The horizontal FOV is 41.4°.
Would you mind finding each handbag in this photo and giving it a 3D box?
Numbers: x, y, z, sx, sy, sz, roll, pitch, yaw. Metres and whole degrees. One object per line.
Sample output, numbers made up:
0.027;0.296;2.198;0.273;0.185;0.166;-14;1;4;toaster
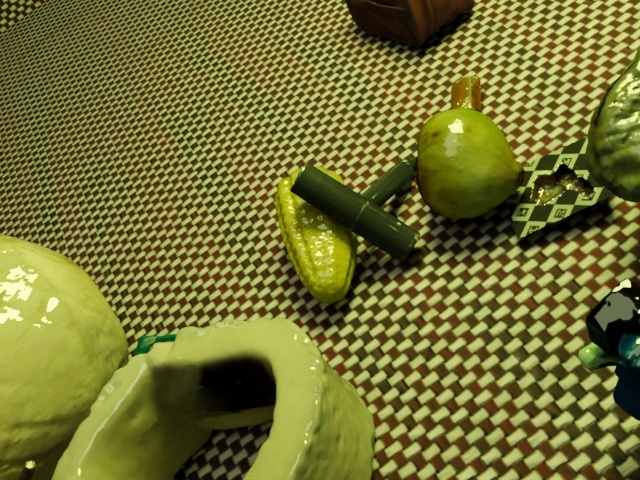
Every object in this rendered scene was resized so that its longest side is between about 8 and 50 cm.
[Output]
0.133;-0.415;1.402;0.135;0.146;0.225;-38;38;-12;handbag

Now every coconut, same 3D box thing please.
-0.469;0.180;1.079;0.415;0.345;0.415;-16;16;5;coconut

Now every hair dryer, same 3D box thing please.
0.068;-0.079;1.128;0.050;0.173;0.195;-55;4;42;hair dryer

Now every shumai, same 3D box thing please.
0.400;-0.120;0.872;0.189;0.218;0.256;40;89;29;shumai

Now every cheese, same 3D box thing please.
-0.118;0.240;0.916;0.332;0.153;0.292;-9;46;27;cheese

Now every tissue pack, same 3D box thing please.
-0.210;0.159;1.163;0.138;0.028;0.085;-8;46;25;tissue pack

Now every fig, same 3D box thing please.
0.174;-0.094;1.058;0.120;0.136;0.153;-20;50;-9;fig

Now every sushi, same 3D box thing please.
0.288;-0.059;1.025;0.126;0.026;0.120;-26;38;23;sushi

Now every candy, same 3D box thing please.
0.000;0.000;1.120;0.106;0.094;0.199;-9;51;-1;candy

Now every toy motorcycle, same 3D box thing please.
0.378;0.026;0.730;0.331;0.196;0.125;-39;49;-10;toy motorcycle

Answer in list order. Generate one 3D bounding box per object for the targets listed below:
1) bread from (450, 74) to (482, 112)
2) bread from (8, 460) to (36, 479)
0.208;-0.201;1.217;0.046;0.036;0.083;-18;40;25;bread
-0.363;0.359;0.914;0.344;0.084;0.124;-57;16;25;bread
